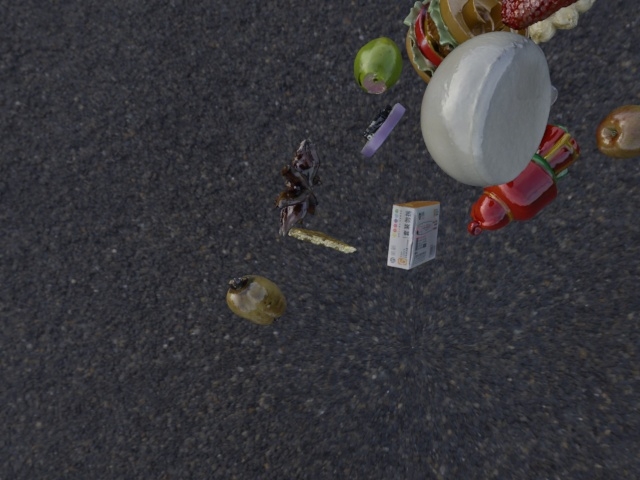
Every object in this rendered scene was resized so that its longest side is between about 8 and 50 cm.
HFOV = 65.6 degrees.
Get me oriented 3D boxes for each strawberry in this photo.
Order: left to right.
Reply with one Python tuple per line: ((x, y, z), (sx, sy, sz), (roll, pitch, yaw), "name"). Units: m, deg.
((0.481, -0.534, 1.001), (0.175, 0.106, 0.235), (11, 123, 3), "strawberry")

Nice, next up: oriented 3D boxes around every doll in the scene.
((0.528, -0.144, 1.312), (0.363, 0.182, 0.160), (-43, 35, 3), "doll")

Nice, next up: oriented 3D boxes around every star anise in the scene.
((-0.058, -0.145, 1.403), (0.088, 0.288, 0.288), (11, 80, 19), "star anise")

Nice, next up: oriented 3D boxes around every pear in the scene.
((0.218, -0.662, 1.851), (0.188, 0.187, 0.219), (14, 67, 13), "pear")

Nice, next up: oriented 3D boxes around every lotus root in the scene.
((-0.173, 0.148, 1.294), (0.125, 0.221, 0.118), (-47, 44, -2), "lotus root")

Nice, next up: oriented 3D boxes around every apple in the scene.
((0.708, -0.253, 1.158), (0.102, 0.126, 0.125), (0, 76, -18), "apple")

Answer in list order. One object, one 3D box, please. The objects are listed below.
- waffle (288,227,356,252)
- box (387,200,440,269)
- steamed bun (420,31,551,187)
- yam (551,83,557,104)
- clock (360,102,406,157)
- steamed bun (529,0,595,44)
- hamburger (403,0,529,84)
((0.000, 0.000, 1.399), (0.125, 0.191, 0.032), (12, 96, -31), "waffle")
((0.333, -0.027, 1.747), (0.091, 0.274, 0.220), (9, 100, 30), "box")
((0.301, -0.248, 0.948), (0.177, 0.283, 0.282), (24, 82, 45), "steamed bun")
((0.564, -0.410, 1.318), (0.079, 0.079, 0.141), (-13, 44, 8), "yam")
((0.182, -0.346, 1.488), (0.064, 0.198, 0.172), (35, 131, -6), "clock")
((0.792, -0.840, 1.736), (0.295, 0.137, 0.292), (-53, 34, -2), "steamed bun")
((0.335, -0.486, 1.199), (0.275, 0.212, 0.274), (8, 70, -23), "hamburger")
